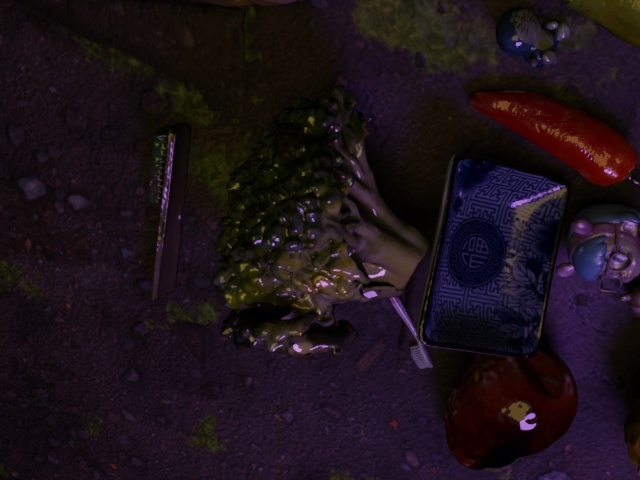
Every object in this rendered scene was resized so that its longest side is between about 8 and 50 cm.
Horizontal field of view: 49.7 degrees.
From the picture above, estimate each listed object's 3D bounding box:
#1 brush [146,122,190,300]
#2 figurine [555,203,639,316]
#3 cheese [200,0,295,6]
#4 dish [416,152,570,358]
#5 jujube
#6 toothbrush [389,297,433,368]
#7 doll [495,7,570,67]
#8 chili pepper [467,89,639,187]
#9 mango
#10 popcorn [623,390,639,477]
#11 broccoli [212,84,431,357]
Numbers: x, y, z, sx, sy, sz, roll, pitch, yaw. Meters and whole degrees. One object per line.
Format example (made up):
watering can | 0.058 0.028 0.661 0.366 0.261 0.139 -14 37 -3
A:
brush | -0.237 -0.040 1.046 0.048 0.054 0.283 18 115 17
figurine | 0.438 0.026 0.883 0.259 0.103 0.205 6 149 10
cheese | -0.102 -0.348 0.804 0.217 0.235 0.117 5 94 -13
dish | 0.210 0.020 0.901 0.181 0.080 0.243 10 91 -21
jujube | 0.260 0.243 0.980 0.168 0.168 0.236 23 133 5
toothbrush | 0.100 0.071 1.021 0.025 0.020 0.287 -19 106 28
doll | 0.249 -0.240 0.830 0.083 0.076 0.050 31 151 -7
chili pepper | 0.311 -0.129 0.863 0.272 0.063 0.071 30 104 4
mango | 0.361 -0.267 0.782 0.165 0.074 0.091 13 116 10
popcorn | 0.489 0.255 0.874 0.181 0.235 0.217 36 95 12
broccoli | -0.023 -0.011 0.848 0.272 0.324 0.334 37 128 16
